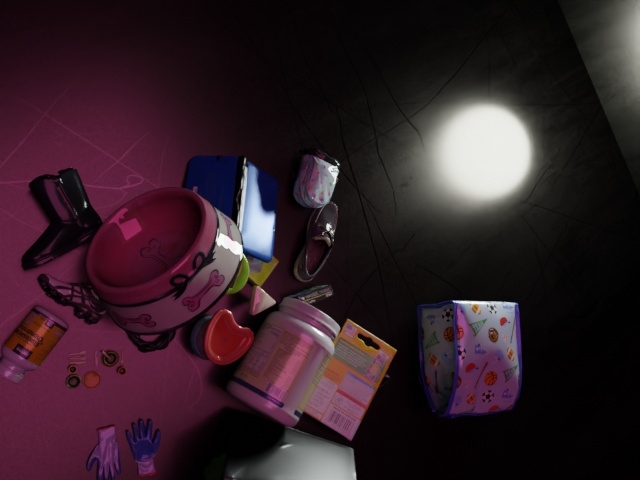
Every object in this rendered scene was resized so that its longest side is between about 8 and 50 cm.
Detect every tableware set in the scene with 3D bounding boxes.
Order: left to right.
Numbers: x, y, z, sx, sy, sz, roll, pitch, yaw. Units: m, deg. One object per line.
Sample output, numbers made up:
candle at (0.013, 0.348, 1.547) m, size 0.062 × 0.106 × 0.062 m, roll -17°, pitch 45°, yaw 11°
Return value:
tableware set at (-0.610, 0.353, 1.606) m, size 0.154 × 0.024 × 0.104 m, roll 1°, pitch 85°, yaw -27°

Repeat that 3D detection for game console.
game console at (-0.271, -0.092, 1.783) m, size 0.250 × 0.173 × 0.293 m, roll 1°, pitch 69°, yaw 5°

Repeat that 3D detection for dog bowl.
dog bowl at (-0.414, 0.031, 1.513) m, size 0.408 × 0.408 × 0.150 m, roll -52°, pitch 142°, yaw -21°

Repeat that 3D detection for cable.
cable at (-0.478, 0.227, 1.671) m, size 0.151 × 0.047 × 0.184 m, roll 26°, pitch 75°, yaw -22°

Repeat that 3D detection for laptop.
laptop at (-0.110, 0.726, 1.589) m, size 0.382 × 0.236 × 0.407 m, roll 20°, pitch 75°, yaw -8°

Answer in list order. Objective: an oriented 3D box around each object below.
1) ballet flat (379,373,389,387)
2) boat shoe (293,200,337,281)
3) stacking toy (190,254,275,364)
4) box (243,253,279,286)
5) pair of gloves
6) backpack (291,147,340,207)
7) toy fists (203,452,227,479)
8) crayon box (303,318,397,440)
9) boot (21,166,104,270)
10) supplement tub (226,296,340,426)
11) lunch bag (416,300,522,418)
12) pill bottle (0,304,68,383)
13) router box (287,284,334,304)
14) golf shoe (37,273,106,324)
ballet flat at (0.155, 0.487, 1.962) m, size 0.173 × 0.049 × 0.057 m, roll -29°, pitch 97°, yaw -26°
boat shoe at (0.000, 0.000, 1.904) m, size 0.103 × 0.092 × 0.285 m, roll 29°, pitch 73°, yaw -21°
stacking toy at (-0.308, 0.179, 1.687) m, size 0.279 × 0.130 × 0.309 m, roll -47°, pitch 118°, yaw -27°
box at (-0.227, 0.049, 1.815) m, size 0.178 × 0.042 × 0.109 m, roll 42°, pitch 66°, yaw -17°
pair of gloves at (-0.539, 0.583, 1.622) m, size 0.198 × 0.023 × 0.159 m, roll -2°, pitch 86°, yaw -27°
backpack at (-0.019, -0.195, 1.902) m, size 0.152 × 0.115 × 0.182 m, roll 23°, pitch 78°, yaw -26°
toy fists at (-0.200, 0.672, 1.720) m, size 0.279 × 0.142 × 0.096 m, roll -3°, pitch 101°, yaw -26°
crayon box at (0.080, 0.443, 1.890) m, size 0.203 × 0.083 × 0.323 m, roll 33°, pitch 72°, yaw -7°
boot at (-0.713, -0.062, 1.550) m, size 0.246 × 0.094 × 0.207 m, roll -35°, pitch 105°, yaw -32°
supplement tub at (-0.103, 0.356, 1.741) m, size 0.235 × 0.235 × 0.324 m, roll 37°, pitch 71°, yaw -19°
lunch bag at (0.519, 0.412, 2.051) m, size 0.328 × 0.239 × 0.385 m, roll 3°, pitch 77°, yaw -28°
pill bottle at (-0.742, 0.266, 1.503) m, size 0.103 × 0.103 × 0.184 m, roll 39°, pitch 69°, yaw -18°
router box at (-0.033, 0.177, 1.873) m, size 0.122 × 0.092 × 0.038 m, roll -19°, pitch 94°, yaw -27°
golf shoe at (-0.660, 0.139, 1.581) m, size 0.198 × 0.077 × 0.094 m, roll 44°, pitch 57°, yaw -24°
